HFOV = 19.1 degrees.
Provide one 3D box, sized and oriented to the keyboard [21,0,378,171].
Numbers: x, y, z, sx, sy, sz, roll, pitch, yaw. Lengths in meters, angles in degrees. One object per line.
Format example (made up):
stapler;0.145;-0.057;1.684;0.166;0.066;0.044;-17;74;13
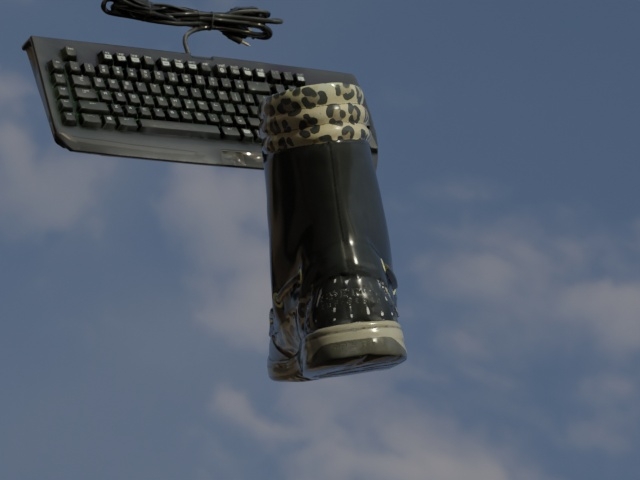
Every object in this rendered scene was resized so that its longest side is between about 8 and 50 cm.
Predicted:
keyboard;-0.101;-0.142;1.615;0.317;0.202;0.033;4;-42;-34

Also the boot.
boot;0.002;0.000;1.236;0.085;0.236;0.179;-8;-94;-8
